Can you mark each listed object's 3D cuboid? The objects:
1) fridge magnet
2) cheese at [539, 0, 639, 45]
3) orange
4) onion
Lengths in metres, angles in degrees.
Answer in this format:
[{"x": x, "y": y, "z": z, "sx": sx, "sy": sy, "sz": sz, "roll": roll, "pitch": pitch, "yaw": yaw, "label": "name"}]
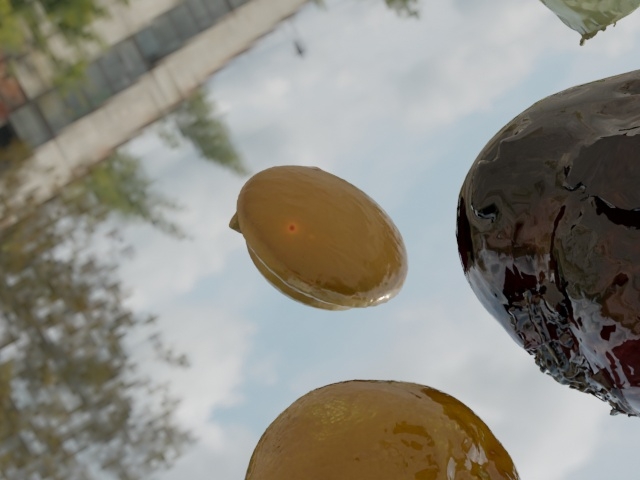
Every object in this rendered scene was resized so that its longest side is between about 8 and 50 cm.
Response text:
[{"x": 0.000, "y": 0.000, "z": 1.285, "sx": 0.063, "sy": 0.143, "sz": 0.143, "roll": -56, "pitch": 174, "yaw": 35, "label": "fridge magnet"}, {"x": 0.103, "y": -0.183, "z": 0.738, "sx": 0.094, "sy": 0.167, "sz": 0.123, "roll": -27, "pitch": -164, "yaw": 49, "label": "cheese"}, {"x": 0.037, "y": 0.144, "z": 0.874, "sx": 0.136, "sy": 0.159, "sz": 0.159, "roll": -33, "pitch": -173, "yaw": 36, "label": "orange"}, {"x": 0.212, "y": -0.002, "z": 1.064, "sx": 0.281, "sy": 0.281, "sz": 0.221, "roll": -17, "pitch": 156, "yaw": 36, "label": "onion"}]
